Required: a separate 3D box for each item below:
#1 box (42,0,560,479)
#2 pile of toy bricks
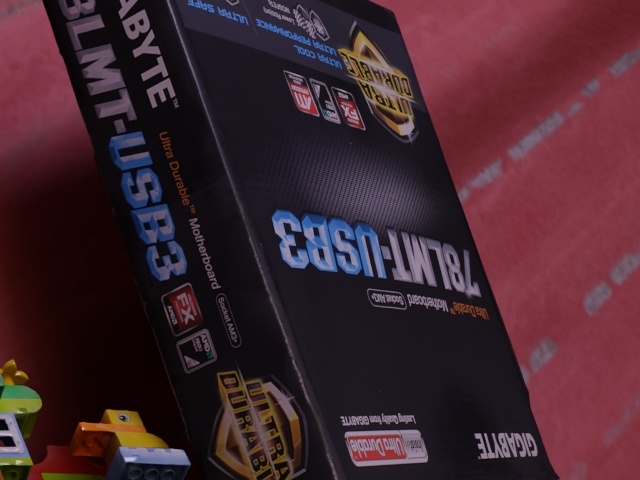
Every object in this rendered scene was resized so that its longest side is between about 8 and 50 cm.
[{"bbox_3d":[0.000,0.000,0.913,0.295,0.073,0.293,12,54,-63],"label":"box"},{"bbox_3d":[-0.161,0.080,0.771,0.212,0.118,0.105,7,33,-33],"label":"pile of toy bricks"}]
